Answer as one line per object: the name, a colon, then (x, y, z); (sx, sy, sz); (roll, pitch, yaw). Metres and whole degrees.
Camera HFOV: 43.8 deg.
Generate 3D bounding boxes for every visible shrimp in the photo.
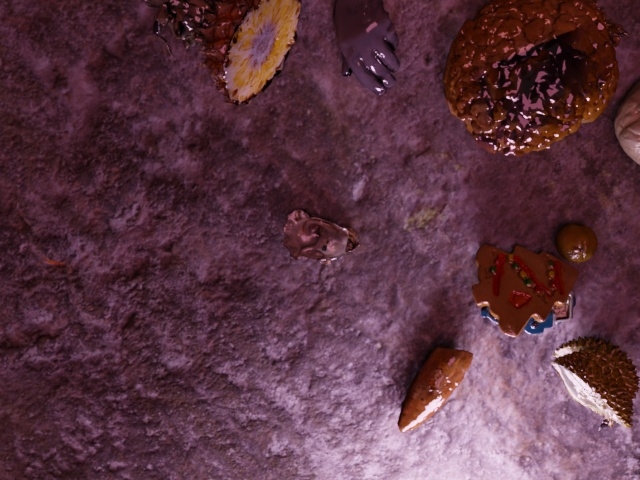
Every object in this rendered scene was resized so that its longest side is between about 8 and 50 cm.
shrimp: (0.576, -0.453, 1.575); (0.114, 0.023, 0.083); (30, 102, -4)

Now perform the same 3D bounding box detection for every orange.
orange: (0.538, 0.007, 1.672); (0.085, 0.095, 0.085); (2, 111, 5)

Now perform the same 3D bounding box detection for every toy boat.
toy boat: (0.452, 0.149, 1.713); (0.215, 0.102, 0.088); (-3, 104, 3)

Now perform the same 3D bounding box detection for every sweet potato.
sweet potato: (0.248, 0.329, 1.781); (0.097, 0.097, 0.252); (29, 110, -7)

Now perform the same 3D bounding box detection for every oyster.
oyster: (-0.001, 0.002, 1.703); (0.165, 0.053, 0.108); (16, 80, 4)

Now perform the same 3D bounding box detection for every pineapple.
pineapple: (-0.208, -0.431, 1.522); (0.271, 0.262, 0.263); (33, 105, 16)

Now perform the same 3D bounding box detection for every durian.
durian: (0.616, 0.302, 1.718); (0.138, 0.193, 0.237); (-42, 125, -12)

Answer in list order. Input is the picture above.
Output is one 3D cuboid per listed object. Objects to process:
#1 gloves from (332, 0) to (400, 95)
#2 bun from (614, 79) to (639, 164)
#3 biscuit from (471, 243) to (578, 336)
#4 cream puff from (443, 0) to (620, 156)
gloves: (0.080, -0.422, 1.560); (0.142, 0.119, 0.286); (-8, 113, 36)
bun: (0.713, -0.230, 1.577); (0.229, 0.145, 0.230); (1, 109, 3)
biscuit: (0.434, 0.090, 1.676); (0.238, 0.041, 0.212); (-12, 63, -7)
cream puff: (0.409, -0.315, 1.512); (0.342, 0.231, 0.327); (15, 103, -3)
